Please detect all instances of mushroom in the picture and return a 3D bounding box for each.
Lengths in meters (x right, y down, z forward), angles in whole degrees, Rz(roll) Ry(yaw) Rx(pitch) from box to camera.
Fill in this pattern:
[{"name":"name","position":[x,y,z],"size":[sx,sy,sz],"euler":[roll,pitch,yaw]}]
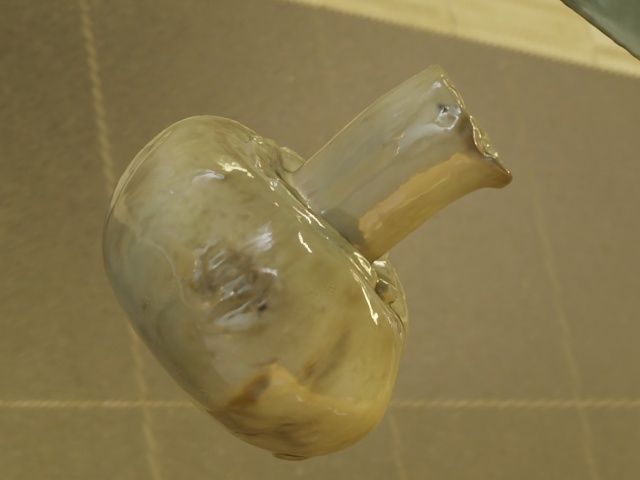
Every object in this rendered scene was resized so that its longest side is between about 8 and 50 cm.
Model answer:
[{"name":"mushroom","position":[0.000,0.000,1.528],"size":[0.314,0.336,0.314],"euler":[51,12,-15]}]

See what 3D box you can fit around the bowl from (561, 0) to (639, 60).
[{"name":"bowl","position":[0.240,-0.193,1.169],"size":[0.307,0.163,0.307],"euler":[31,14,-9]}]
